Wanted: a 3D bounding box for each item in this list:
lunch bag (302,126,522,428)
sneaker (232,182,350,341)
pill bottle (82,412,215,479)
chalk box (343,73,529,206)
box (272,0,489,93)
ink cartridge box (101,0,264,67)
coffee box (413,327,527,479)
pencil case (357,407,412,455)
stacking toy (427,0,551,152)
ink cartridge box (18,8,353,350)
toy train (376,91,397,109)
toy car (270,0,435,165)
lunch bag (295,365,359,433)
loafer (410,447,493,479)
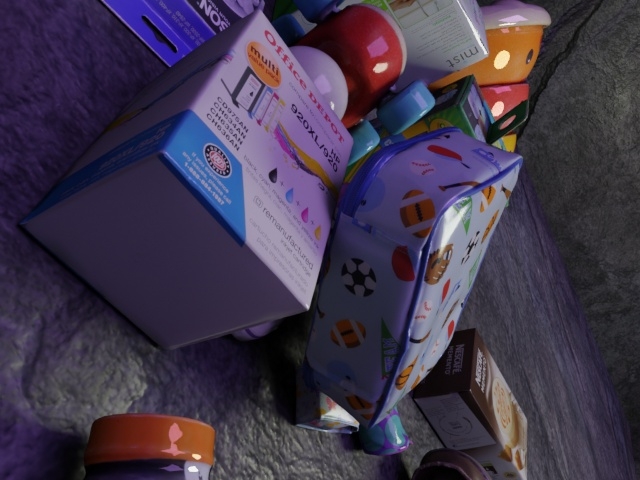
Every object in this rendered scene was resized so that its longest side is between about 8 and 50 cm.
[{"bbox_3d":[0.098,0.038,0.597,0.243,0.115,0.303,-29,142,-50],"label":"lunch bag"},{"bbox_3d":[0.000,-0.001,0.641,0.102,0.161,0.282,61,33,-20],"label":"sneaker"},{"bbox_3d":[-0.121,0.238,0.344,0.130,0.130,0.246,35,46,-45],"label":"pill bottle"},{"bbox_3d":[0.200,-0.138,0.906,0.179,0.289,0.180,60,33,-18],"label":"chalk box"},{"bbox_3d":[0.097,-0.348,0.885,0.231,0.262,0.127,39,43,-40],"label":"box"},{"bbox_3d":[-0.159,-0.294,0.658,0.206,0.045,0.208,42,42,-40],"label":"ink cartridge box"},{"bbox_3d":[0.267,0.293,0.965,0.246,0.098,0.141,56,33,-24],"label":"coffee box"},{"bbox_3d":[0.072,0.201,0.737,0.070,0.064,0.152,-4,77,-33],"label":"pencil case"},{"bbox_3d":[0.315,-0.242,1.212,0.350,0.350,0.480,-33,120,-59],"label":"stacking toy"},{"bbox_3d":[-0.096,-0.056,0.506,0.171,0.168,0.233,50,36,-30],"label":"ink cartridge box"},{"bbox_3d":[0.058,-0.237,0.905,0.158,0.036,0.027,8,68,-13],"label":"toy train"},{"bbox_3d":[-0.021,-0.181,0.700,0.219,0.210,0.238,53,51,-8],"label":"toy car"},{"bbox_3d":[0.011,0.188,0.661,0.083,0.053,0.071,24,51,-39],"label":"lunch bag"},{"bbox_3d":[0.172,0.451,0.693,0.130,0.133,0.366,28,51,-50],"label":"loafer"}]
